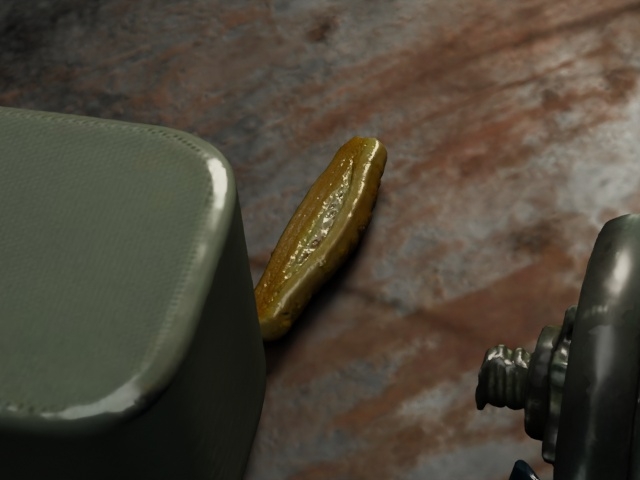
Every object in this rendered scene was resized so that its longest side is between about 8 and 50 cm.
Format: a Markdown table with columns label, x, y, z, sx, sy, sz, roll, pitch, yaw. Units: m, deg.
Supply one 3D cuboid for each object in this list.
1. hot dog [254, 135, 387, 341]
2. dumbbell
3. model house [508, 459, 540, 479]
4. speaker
| label | x | y | z | sx | sy | sz | roll | pitch | yaw |
| --- | --- | --- | --- | --- | --- | --- | --- | --- | --- |
| hot dog | 0.000 | 0.000 | 0.992 | 0.044 | 0.028 | 0.137 | 3 | 52 | 43 |
| dumbbell | 0.271 | 0.092 | 0.794 | 0.406 | 0.179 | 0.179 | 9 | 61 | 15 |
| model house | 0.093 | 0.340 | 0.625 | 0.339 | 0.297 | 0.360 | -44 | 67 | -9 |
| speaker | -0.232 | 0.044 | 0.910 | 0.406 | 0.184 | 0.183 | 7 | 54 | 15 |
